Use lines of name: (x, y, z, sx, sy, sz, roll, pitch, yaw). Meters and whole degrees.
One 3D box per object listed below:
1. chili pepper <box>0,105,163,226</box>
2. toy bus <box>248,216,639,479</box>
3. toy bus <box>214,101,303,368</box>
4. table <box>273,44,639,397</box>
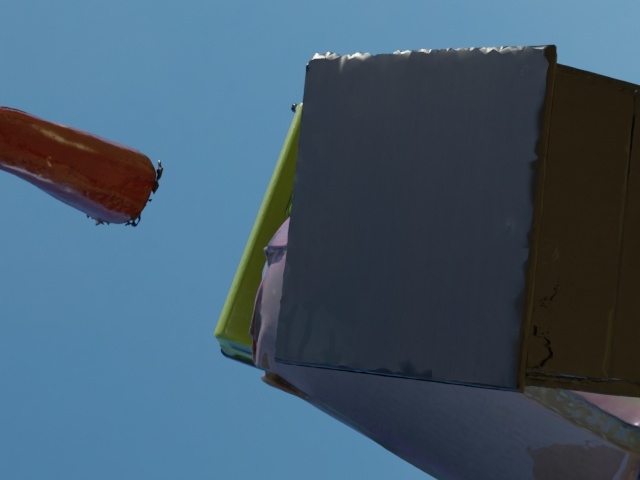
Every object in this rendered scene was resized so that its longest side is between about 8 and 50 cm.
chili pepper: (-0.210, -0.066, 1.466, 0.169, 0.088, 0.065, 24, -105, -41)
toy bus: (0.116, 0.088, 1.461, 0.162, 0.386, 0.171, -16, -52, -54)
toy bus: (0.000, 0.000, 1.868, 0.150, 0.128, 0.262, 70, -141, -78)
table: (0.110, -0.003, 1.056, 0.193, 0.172, 0.169, 10, -95, -46)
